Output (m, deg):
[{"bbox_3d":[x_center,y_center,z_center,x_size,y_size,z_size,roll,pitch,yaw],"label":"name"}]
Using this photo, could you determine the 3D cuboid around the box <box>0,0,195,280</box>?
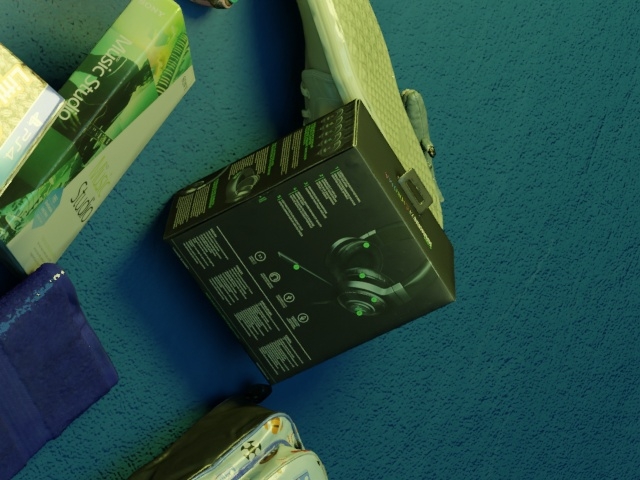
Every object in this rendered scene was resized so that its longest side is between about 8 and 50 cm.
[{"bbox_3d":[-0.260,-0.111,1.828,0.058,0.232,0.322,33,78,8],"label":"box"}]

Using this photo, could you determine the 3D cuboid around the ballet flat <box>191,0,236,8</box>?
[{"bbox_3d":[-0.148,-0.372,1.912,0.077,0.079,0.221,-71,158,-54],"label":"ballet flat"}]

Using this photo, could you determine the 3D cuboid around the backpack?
[{"bbox_3d":[-0.096,0.361,2.024,0.276,0.213,0.263,-34,125,-25],"label":"backpack"}]

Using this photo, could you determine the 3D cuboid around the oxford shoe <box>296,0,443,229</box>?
[{"bbox_3d":[0.029,-0.168,2.042,0.169,0.130,0.449,-56,131,-59],"label":"oxford shoe"}]

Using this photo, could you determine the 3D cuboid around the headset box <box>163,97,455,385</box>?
[{"bbox_3d":[0.000,0.000,1.964,0.283,0.131,0.246,-27,116,18],"label":"headset box"}]

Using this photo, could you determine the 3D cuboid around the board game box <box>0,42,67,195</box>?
[{"bbox_3d":[-0.448,-0.160,1.655,0.291,0.232,0.141,42,61,-21],"label":"board game box"}]

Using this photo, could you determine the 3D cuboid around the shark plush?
[{"bbox_3d":[0.125,-0.121,2.143,0.073,0.067,0.161,-16,106,-28],"label":"shark plush"}]

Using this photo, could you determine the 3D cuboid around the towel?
[{"bbox_3d":[-0.385,0.180,1.852,0.308,0.076,0.227,-41,142,-21],"label":"towel"}]
